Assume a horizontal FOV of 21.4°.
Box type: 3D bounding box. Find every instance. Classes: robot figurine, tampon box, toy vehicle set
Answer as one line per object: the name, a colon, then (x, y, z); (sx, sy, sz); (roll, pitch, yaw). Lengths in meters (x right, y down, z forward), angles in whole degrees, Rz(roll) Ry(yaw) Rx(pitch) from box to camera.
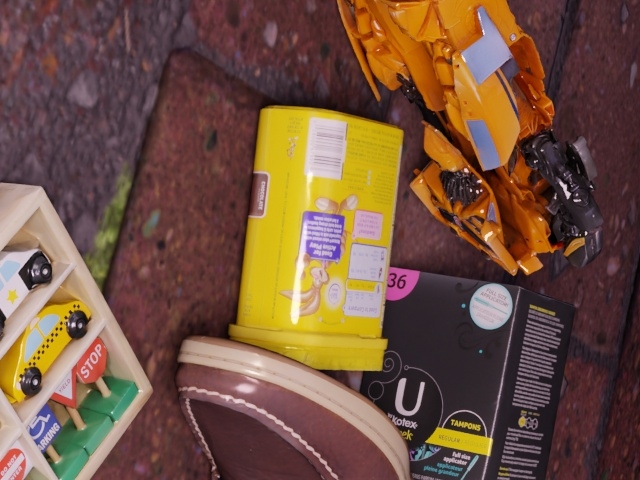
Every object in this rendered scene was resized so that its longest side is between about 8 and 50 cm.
robot figurine: (0.097, -0.094, 1.184); (0.085, 0.211, 0.291); (-36, 128, -11)
tampon box: (0.106, 0.111, 1.279); (0.101, 0.120, 0.161); (19, 81, -56)
toy vehicle set: (-0.203, 0.118, 0.910); (0.267, 0.035, 0.166); (-55, 137, -33)

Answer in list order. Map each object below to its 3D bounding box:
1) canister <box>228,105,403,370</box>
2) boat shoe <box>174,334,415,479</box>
canister: (0.000, 0.000, 1.148); (0.126, 0.073, 0.169); (8, 88, -56)
boat shoe: (-0.009, 0.185, 1.134); (0.123, 0.123, 0.342); (-66, 148, -25)
